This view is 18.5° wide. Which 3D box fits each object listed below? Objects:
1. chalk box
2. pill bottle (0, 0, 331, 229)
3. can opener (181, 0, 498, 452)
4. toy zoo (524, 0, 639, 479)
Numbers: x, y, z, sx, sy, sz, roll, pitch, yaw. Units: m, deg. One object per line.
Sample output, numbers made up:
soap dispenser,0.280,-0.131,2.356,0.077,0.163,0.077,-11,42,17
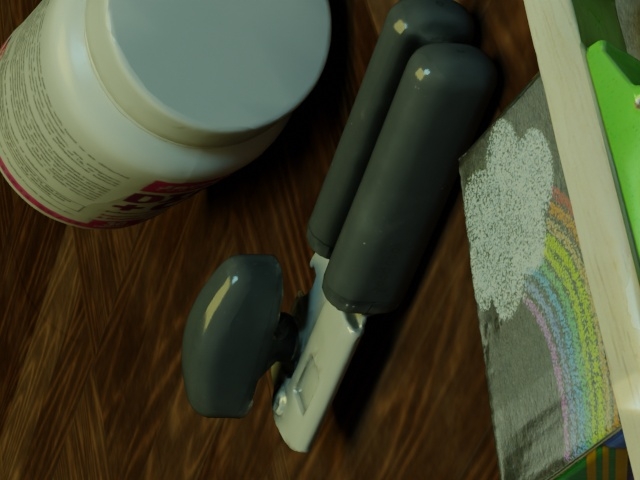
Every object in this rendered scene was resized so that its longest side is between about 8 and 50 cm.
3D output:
chalk box,0.148,-0.010,0.580,0.213,0.132,0.132,132,138,-57
pill bottle,-0.105,-0.104,1.218,0.283,0.160,0.160,157,114,-68
can opener,0.000,0.000,1.015,0.076,0.095,0.283,-109,30,-43
toy zoo,0.185,-0.049,0.425,0.293,0.030,0.192,-26,59,32
